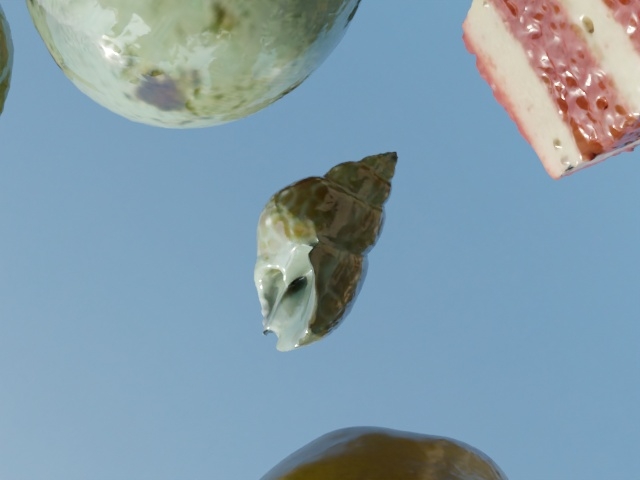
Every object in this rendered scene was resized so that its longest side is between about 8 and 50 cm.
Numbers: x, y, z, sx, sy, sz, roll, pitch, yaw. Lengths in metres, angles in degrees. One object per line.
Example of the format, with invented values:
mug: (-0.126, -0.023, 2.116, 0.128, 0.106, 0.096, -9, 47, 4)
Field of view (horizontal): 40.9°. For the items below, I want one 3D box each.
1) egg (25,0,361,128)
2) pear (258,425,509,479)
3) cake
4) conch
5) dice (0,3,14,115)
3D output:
egg: (-0.050, -0.160, 0.419, 0.169, 0.231, 0.169, 28, -151, -17)
pear: (0.040, 0.371, 0.797, 0.362, 0.362, 0.418, 30, -130, -10)
cake: (0.364, -0.265, 0.996, 0.270, 0.319, 0.269, -21, -104, -27)
conch: (-0.003, 0.011, 0.750, 0.106, 0.116, 0.173, 6, -101, -20)
dice: (-0.452, -0.159, 0.752, 0.254, 0.250, 0.252, 20, -97, 22)
